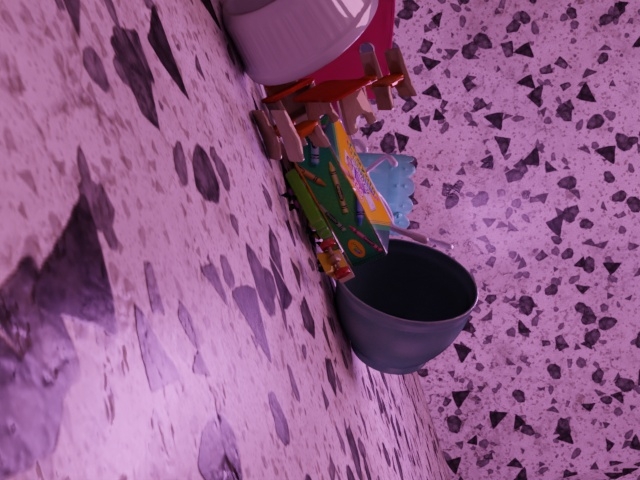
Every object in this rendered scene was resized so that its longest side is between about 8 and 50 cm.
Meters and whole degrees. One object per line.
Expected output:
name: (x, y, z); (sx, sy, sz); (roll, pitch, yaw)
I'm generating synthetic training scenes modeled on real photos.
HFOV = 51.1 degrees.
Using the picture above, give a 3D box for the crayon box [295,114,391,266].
crayon box: (0.046, -0.106, 1.350); (0.278, 0.081, 0.165); (60, 19, -19)

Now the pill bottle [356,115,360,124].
pill bottle: (0.041, -0.491, 2.238); (0.301, 0.169, 0.169); (59, 15, -59)

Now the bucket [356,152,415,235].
bucket: (0.178, -0.147, 2.091); (0.281, 0.183, 0.281); (-175, -90, -87)

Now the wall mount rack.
wall mount rack: (0.165, -0.085, 1.605); (0.350, 0.130, 0.304); (9, 50, -63)

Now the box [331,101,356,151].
box: (0.022, -0.268, 1.801); (0.243, 0.117, 0.214); (-98, 168, -55)

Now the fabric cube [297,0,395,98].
fabric cube: (0.036, -0.511, 1.668); (0.259, 0.258, 0.254); (-94, -174, -60)

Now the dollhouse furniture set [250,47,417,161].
dollhouse furniture set: (-0.010, -0.264, 1.192); (0.259, 0.262, 0.135); (17, -45, 57)

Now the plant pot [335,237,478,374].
plant pot: (0.163, 0.155, 1.409); (0.293, 0.293, 0.196); (-95, -168, -58)

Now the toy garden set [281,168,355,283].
toy garden set: (0.000, 0.000, 1.247); (0.204, 0.049, 0.244); (62, 3, 18)

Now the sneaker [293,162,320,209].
sneaker: (-0.017, -0.141, 1.437); (0.064, 0.067, 0.175); (-97, 165, -47)

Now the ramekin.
ramekin: (-0.046, -0.404, 1.148); (0.127, 0.272, 0.273); (50, 21, -39)
